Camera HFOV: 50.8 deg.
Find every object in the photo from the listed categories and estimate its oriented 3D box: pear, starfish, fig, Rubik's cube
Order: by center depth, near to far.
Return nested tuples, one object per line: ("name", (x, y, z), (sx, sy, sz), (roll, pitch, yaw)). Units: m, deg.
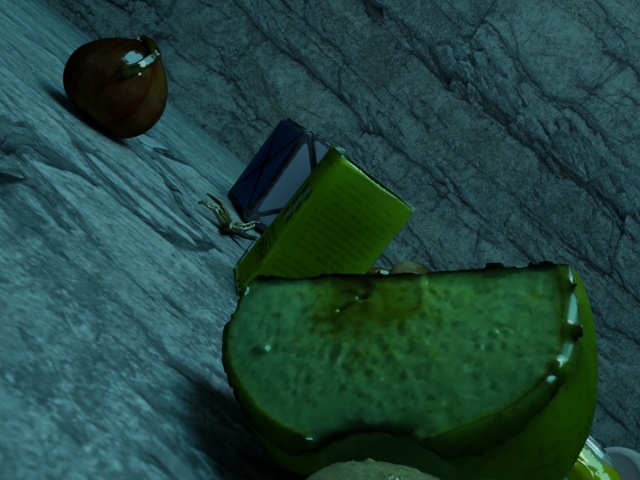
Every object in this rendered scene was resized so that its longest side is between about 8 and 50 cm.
("pear", (0.074, 0.148, 0.542), (0.292, 0.292, 0.159), (36, 47, -29))
("starfish", (-0.155, -0.028, 1.247), (0.133, 0.041, 0.130), (49, 17, 25))
("fig", (-0.370, -0.295, 1.254), (0.205, 0.205, 0.205), (39, 5, -4))
("Rubik's cube", (-0.037, -0.116, 1.633), (0.255, 0.260, 0.259), (34, 7, -24))

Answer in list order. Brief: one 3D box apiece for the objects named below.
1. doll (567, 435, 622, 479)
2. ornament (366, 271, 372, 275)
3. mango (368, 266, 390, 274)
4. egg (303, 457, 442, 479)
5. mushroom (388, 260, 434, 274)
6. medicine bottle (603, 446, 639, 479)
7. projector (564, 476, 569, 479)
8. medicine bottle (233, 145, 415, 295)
("doll", (0.389, 0.381, 0.981), (0.363, 0.145, 0.199), (48, -3, 35))
("ornament", (0.038, 0.081, 1.445), (0.260, 0.106, 0.251), (37, -1, 43))
("mango", (0.183, 0.149, 1.605), (0.236, 0.136, 0.166), (34, 7, -17))
("egg", (0.034, 0.183, 0.374), (0.140, 0.116, 0.118), (17, 29, 6))
("mushroom", (0.203, 0.172, 1.294), (0.278, 0.146, 0.278), (-17, 90, -76))
("medicine bottle", (0.602, 0.509, 1.218), (0.293, 0.170, 0.170), (36, 6, -21))
("projector", (0.201, 0.228, 0.877), (0.108, 0.108, 0.337), (35, 16, -38))
("medicine bottle", (0.000, 0.000, 0.973), (0.141, 0.250, 0.137), (35, 8, -18))
